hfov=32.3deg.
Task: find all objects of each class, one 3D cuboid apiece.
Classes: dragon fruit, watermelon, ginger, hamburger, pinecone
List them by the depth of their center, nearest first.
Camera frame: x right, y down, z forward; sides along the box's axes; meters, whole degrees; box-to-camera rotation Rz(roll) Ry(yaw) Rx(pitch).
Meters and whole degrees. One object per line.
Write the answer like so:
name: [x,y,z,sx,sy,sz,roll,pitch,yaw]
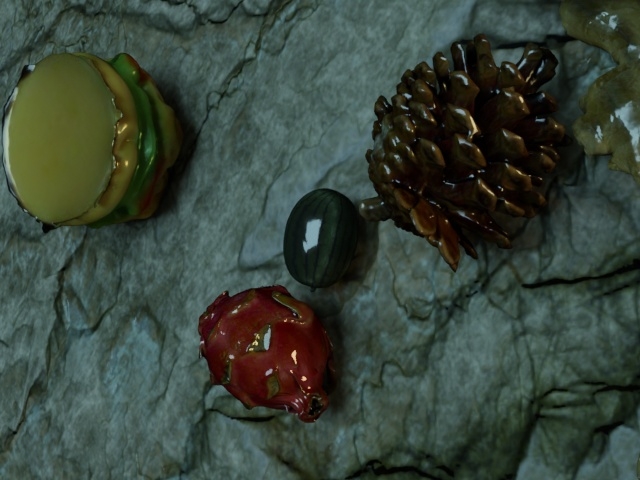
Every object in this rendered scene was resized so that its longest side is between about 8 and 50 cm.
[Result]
ginger: [0.263,-0.144,0.972,0.133,0.059,0.214,-48,56,17]
pinecone: [0.132,-0.088,0.998,0.212,0.169,0.185,-55,47,19]
dragon fruit: [-0.050,0.112,1.140,0.166,0.136,0.133,45,112,25]
watermelon: [0.000,0.000,1.155,0.078,0.078,0.110,10,88,41]
hamburger: [-0.271,-0.124,1.364,0.237,0.149,0.237,-1,89,38]

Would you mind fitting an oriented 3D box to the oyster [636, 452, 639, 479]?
oyster: [0.321,0.113,0.835,0.107,0.162,0.232,-108,43,-76]
